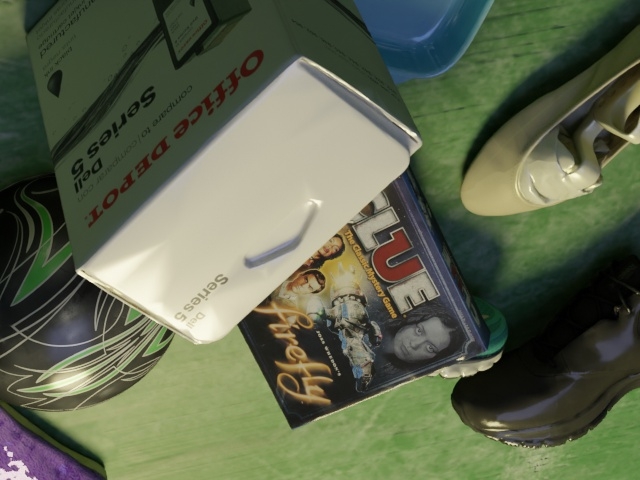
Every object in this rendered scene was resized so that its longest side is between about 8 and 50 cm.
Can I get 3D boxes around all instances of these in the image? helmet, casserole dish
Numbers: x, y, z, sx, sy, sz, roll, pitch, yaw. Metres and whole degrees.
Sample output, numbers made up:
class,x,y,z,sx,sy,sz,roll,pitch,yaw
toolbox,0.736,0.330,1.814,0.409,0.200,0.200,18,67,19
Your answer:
class,x,y,z,sx,sy,sz,roll,pitch,yaw
helmet,-0.184,0.043,1.307,0.169,0.161,0.169,-9,130,-11
casserole dish,0.074,-0.198,1.276,0.114,0.037,0.188,11,123,-25

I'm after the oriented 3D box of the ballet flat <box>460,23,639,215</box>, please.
class,x,y,z,sx,sy,sz,roll,pitch,yaw
ballet flat,0.212,-0.088,1.379,0.248,0.086,0.086,-42,128,18

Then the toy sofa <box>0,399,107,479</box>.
class,x,y,z,sx,sy,sz,roll,pitch,yaw
toy sofa,-0.319,0.200,1.402,0.177,0.150,0.362,-32,130,11

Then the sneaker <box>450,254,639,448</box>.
class,x,y,z,sx,sy,sz,roll,pitch,yaw
sneaker,0.241,0.081,1.525,0.286,0.109,0.130,-20,125,-14

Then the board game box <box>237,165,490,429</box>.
class,x,y,z,sx,sy,sz,roll,pitch,yaw
board game box,0.000,0.000,1.306,0.165,0.042,0.243,-24,103,15

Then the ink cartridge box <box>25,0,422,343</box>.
class,x,y,z,sx,sy,sz,roll,pitch,yaw
ink cartridge box,-0.073,-0.100,1.152,0.198,0.273,0.114,-43,128,18

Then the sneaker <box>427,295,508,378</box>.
class,x,y,z,sx,sy,sz,roll,pitch,yaw
sneaker,0.053,0.027,1.415,0.275,0.107,0.110,26,108,-32
